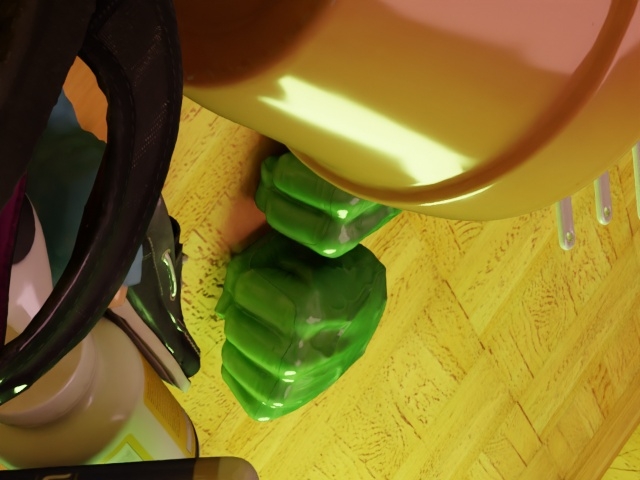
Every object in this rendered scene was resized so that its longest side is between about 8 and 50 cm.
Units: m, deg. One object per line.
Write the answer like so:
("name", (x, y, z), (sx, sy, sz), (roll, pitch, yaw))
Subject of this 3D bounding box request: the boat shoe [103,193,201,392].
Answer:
("boat shoe", (-0.107, 0.025, 1.059), (0.079, 0.084, 0.233), (-49, 154, -16))

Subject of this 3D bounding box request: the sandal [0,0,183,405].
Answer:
("sandal", (-0.108, -0.046, 0.650), (0.167, 0.107, 0.445), (-29, -152, 39))

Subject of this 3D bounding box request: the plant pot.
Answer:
("plant pot", (0.022, -0.160, 0.862), (0.203, 0.291, 0.291), (5, 117, -46))

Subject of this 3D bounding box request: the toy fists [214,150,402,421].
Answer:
("toy fists", (0.000, 0.000, 1.236), (0.142, 0.096, 0.279), (-36, 150, -61))

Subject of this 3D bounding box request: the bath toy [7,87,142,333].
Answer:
("bath toy", (-0.234, 0.001, 0.717), (0.348, 0.151, 0.129), (-19, 101, -52))

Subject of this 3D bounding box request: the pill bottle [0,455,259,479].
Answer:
("pill bottle", (-0.161, 0.199, 0.930), (0.153, 0.265, 0.153), (-4, 90, -90))

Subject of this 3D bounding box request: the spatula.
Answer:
("spatula", (0.232, -0.123, 1.440), (0.168, 0.019, 0.242), (-15, 100, -47))

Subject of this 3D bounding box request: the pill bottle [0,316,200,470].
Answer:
("pill bottle", (-0.143, 0.103, 1.025), (0.103, 0.103, 0.184), (-51, 152, -15))
